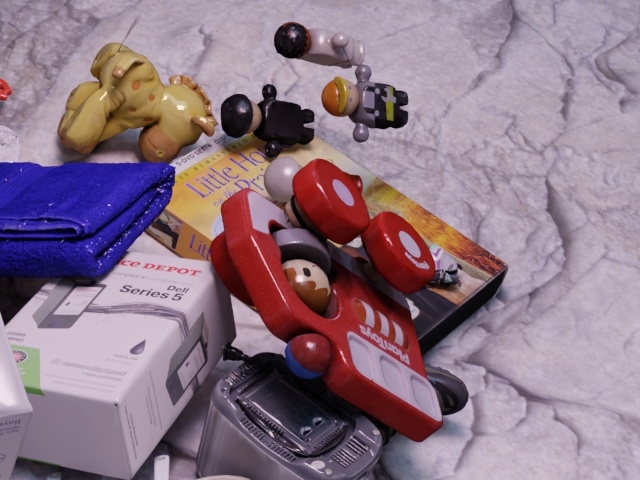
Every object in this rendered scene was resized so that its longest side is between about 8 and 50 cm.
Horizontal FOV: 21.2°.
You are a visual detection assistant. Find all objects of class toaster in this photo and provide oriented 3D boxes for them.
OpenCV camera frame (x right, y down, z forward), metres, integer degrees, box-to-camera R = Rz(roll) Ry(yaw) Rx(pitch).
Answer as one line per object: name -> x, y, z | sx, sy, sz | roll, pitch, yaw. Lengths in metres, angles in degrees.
toaster -> -0.048, 0.232, 1.904 | 0.227, 0.146, 0.129 | 35, 41, 19

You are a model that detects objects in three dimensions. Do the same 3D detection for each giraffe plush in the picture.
giraffe plush -> -0.232, -0.178, 2.313 | 0.170, 0.210, 0.181 | 32, 32, -19

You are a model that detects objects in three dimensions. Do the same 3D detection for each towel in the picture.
towel -> -0.352, -0.039, 2.064 | 0.308, 0.076, 0.227 | 2, 32, 25

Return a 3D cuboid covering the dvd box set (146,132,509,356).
dvd box set -> 0.000, 0.000, 2.266 | 0.420, 0.062, 0.307 | 35, 41, 20

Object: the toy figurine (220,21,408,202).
toy figurine -> -0.012, -0.168, 2.240 | 0.148, 0.209, 0.213 | 7, 38, -40

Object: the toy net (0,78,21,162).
toy net -> -0.454, -0.157, 2.294 | 0.122, 0.045, 0.232 | -14, 50, -36

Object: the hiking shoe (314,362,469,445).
hiking shoe -> 0.070, 0.212, 2.039 | 0.227, 0.086, 0.114 | -2, 49, -9

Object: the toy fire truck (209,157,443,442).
toy fire truck -> 0.015, 0.073, 1.921 | 0.302, 0.169, 0.254 | 35, 27, -38

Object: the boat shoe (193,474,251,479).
boat shoe -> -0.191, 0.341, 1.751 | 0.117, 0.096, 0.324 | 7, 21, 44

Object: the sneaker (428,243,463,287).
sneaker -> 0.149, 0.044, 2.195 | 0.069, 0.038, 0.098 | 34, 41, 19

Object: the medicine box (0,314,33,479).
medicine box -> -0.416, 0.143, 1.717 | 0.149, 0.289, 0.263 | -8, 58, -28

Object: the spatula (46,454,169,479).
spatula -> -0.227, 0.275, 1.780 | 0.168, 0.019, 0.242 | -9, 16, -4

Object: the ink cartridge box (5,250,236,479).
ink cartridge box -> -0.242, 0.129, 1.932 | 0.198, 0.114, 0.273 | 7, 35, 22
